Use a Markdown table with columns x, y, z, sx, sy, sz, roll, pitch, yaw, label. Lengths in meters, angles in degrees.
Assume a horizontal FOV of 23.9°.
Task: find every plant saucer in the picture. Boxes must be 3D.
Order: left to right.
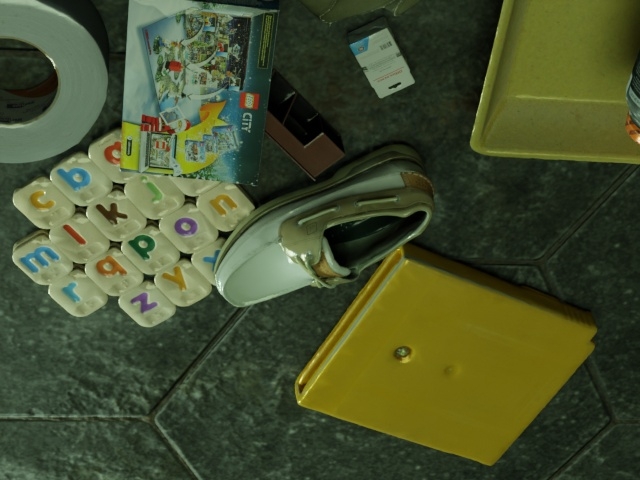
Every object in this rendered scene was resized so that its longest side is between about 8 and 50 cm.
| x | y | z | sx | sy | sz | roll | pitch | yaw | label |
| --- | --- | --- | --- | --- | --- | --- | --- | --- | --- |
| 0.351 | -0.244 | 1.702 | 0.333 | 0.081 | 0.332 | 3 | 129 | -9 | plant saucer |

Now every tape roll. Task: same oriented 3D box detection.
| x | y | z | sx | sy | sz | roll | pitch | yaw | label |
| --- | --- | --- | --- | --- | --- | --- | --- | --- | --- |
| -0.342 | -0.192 | 1.662 | 0.219 | 0.072 | 0.219 | -3 | 130 | -4 | tape roll |

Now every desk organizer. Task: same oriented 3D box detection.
| x | y | z | sx | sy | sz | roll | pitch | yaw | label |
| --- | --- | --- | --- | --- | --- | --- | --- | --- | --- |
| -0.031 | -0.135 | 1.763 | 0.050 | 0.047 | 0.130 | -36 | 124 | 17 | desk organizer |

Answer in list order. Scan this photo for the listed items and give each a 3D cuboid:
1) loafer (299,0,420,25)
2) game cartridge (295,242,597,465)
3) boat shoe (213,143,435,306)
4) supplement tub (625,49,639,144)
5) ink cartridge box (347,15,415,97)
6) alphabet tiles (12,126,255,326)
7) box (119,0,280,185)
| x | y | z | sx | sy | sz | roll | pitch | yaw | label |
| --- | --- | --- | --- | --- | --- | --- | --- | --- | --- |
| 0.089 | -0.299 | 1.629 | 0.251 | 0.094 | 0.087 | -13 | 141 | 9 | loafer |
| 0.172 | 0.158 | 2.026 | 0.324 | 0.052 | 0.285 | 20 | 123 | -24 | game cartridge |
| 0.000 | 0.000 | 1.826 | 0.302 | 0.103 | 0.113 | -34 | 132 | 16 | boat shoe |
| 0.399 | -0.190 | 1.626 | 0.117 | 0.117 | 0.190 | 5 | 128 | -11 | supplement tub |
| 0.070 | -0.208 | 1.727 | 0.048 | 0.028 | 0.083 | -23 | 127 | 12 | ink cartridge box |
| -0.228 | -0.012 | 1.852 | 0.284 | 0.021 | 0.278 | -30 | 129 | 16 | alphabet tiles |
| -0.135 | -0.172 | 1.666 | 0.159 | 0.044 | 0.233 | 6 | 128 | -5 | box |
